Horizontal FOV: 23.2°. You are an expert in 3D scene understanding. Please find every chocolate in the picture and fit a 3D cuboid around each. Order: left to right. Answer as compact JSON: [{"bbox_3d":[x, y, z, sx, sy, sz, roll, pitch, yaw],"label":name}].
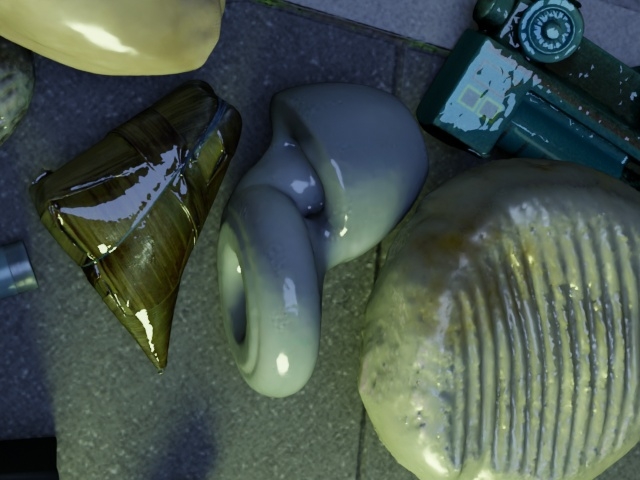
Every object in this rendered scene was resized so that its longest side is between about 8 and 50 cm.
[{"bbox_3d":[-0.363,-0.101,1.503,0.110,0.110,0.248,32,86,-15],"label":"chocolate"}]

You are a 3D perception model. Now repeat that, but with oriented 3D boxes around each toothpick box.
[{"bbox_3d":[-0.328,0.036,1.555,0.083,0.052,0.052,-18,100,-9],"label":"toothpick box"}]

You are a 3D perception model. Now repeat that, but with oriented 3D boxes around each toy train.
[{"bbox_3d":[0.262,-0.135,1.643,0.298,0.120,0.194,30,97,-15],"label":"toy train"}]

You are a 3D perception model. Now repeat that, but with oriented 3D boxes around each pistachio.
[{"bbox_3d":[-0.227,-0.278,1.470,0.318,0.193,0.214,30,114,-22],"label":"pistachio"}]

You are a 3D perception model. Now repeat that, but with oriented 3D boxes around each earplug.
[{"bbox_3d":[-0.011,-0.005,1.547,0.175,0.214,0.325,24,84,-15],"label":"earplug"}]

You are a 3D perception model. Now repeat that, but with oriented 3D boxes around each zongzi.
[{"bbox_3d":[-0.140,-0.015,1.568,0.221,0.112,0.242,-36,111,-7],"label":"zongzi"}]

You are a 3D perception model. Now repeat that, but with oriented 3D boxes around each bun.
[{"bbox_3d":[0.197,0.086,1.590,0.365,0.219,0.365,-7,106,-24],"label":"bun"}]

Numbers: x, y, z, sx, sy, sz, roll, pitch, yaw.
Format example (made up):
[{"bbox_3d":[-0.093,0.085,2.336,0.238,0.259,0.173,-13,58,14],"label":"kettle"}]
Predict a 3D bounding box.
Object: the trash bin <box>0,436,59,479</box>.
[{"bbox_3d":[-0.369,0.265,1.518,0.226,0.165,0.115,0,97,-11],"label":"trash bin"}]
